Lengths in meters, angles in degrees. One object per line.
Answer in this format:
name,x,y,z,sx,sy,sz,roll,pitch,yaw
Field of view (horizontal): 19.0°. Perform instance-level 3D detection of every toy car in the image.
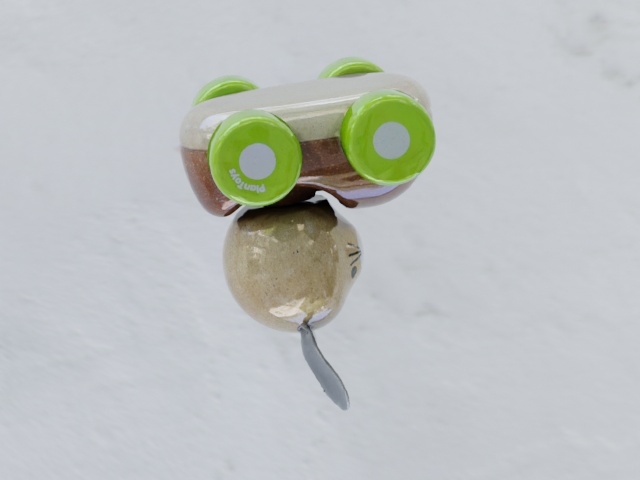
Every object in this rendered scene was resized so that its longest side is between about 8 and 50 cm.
toy car,0.000,0.000,1.129,0.149,0.155,0.188,-9,-75,-6
